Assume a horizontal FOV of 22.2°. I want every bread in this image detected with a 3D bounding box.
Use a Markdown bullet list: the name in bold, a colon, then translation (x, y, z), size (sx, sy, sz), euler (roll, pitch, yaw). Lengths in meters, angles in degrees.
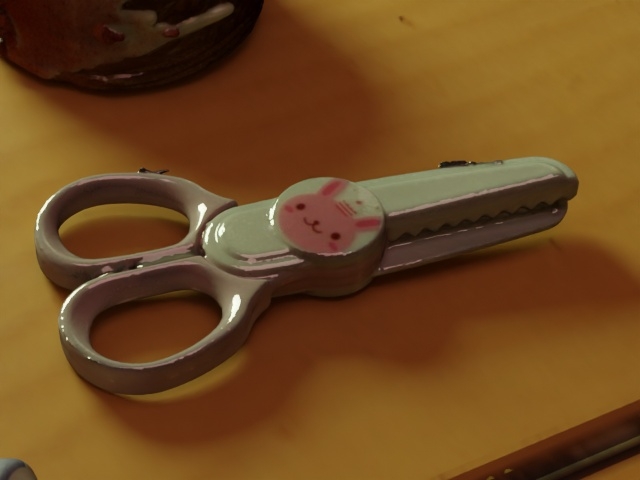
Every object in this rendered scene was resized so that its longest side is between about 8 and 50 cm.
- **bread**: translation (-0.104, -0.148, 0.831), size (0.161, 0.073, 0.160), euler (3, 45, -3)

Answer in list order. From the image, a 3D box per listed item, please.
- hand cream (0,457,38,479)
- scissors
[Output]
- **hand cream**: translation (-0.149, 0.106, 0.584), size (0.142, 0.053, 0.084), euler (-1, 44, 7)
- **scissors**: translation (0.000, 0.000, 0.717), size (0.242, 0.030, 0.118), euler (-10, 47, -13)
